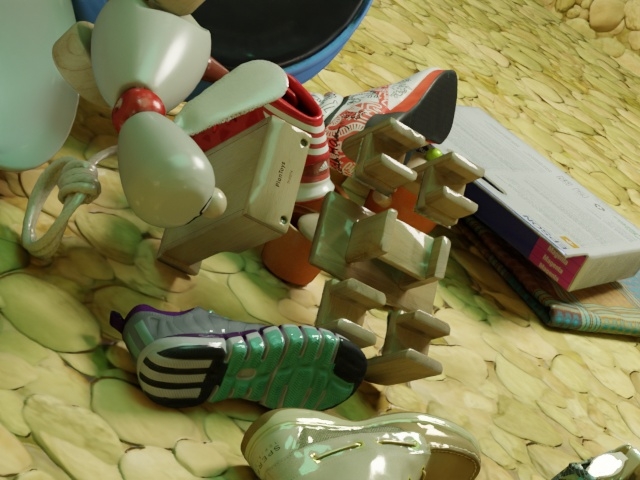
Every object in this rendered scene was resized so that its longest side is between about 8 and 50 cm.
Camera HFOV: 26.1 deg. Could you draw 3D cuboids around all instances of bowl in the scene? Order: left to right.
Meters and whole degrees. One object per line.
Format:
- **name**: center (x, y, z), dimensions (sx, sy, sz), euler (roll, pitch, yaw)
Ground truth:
- **bowl**: center (-0.345, -0.195, 1.226), dimensions (0.134, 0.297, 0.298), euler (-9, 13, 19)
- **bowl**: center (-0.104, -0.337, 1.432), dimensions (0.391, 0.391, 0.077), euler (20, -14, -24)

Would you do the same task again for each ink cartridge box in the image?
- **ink cartridge box**: center (0.229, -0.061, 1.724), dimensions (0.324, 0.071, 0.330), euler (41, 23, 24)

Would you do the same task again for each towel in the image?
- **towel**: center (0.347, 0.035, 1.812), dimensions (0.370, 0.040, 0.271), euler (9, 30, -42)

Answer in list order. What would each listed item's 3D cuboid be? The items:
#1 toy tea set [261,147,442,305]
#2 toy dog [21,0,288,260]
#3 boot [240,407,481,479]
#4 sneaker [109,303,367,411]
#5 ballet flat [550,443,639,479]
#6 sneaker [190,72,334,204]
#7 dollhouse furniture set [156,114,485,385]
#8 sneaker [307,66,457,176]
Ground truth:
- **toy tea set**: center (0.048, -0.043, 1.488), dimensions (0.200, 0.124, 0.336), euler (29, 23, -5)
- **toy dog**: center (-0.127, -0.116, 1.220), dimensions (0.161, 0.220, 0.333), euler (29, 48, -35)
- **boot**: center (0.058, 0.206, 1.050), dimensions (0.213, 0.077, 0.165), euler (9, 30, -31)
- **sneaker**: center (-0.063, 0.085, 1.148), dimensions (0.224, 0.083, 0.098), euler (10, 26, -40)
- **ballet flat**: center (0.277, 0.224, 1.300), dimensions (0.070, 0.070, 0.188), euler (42, 25, 24)
- **sneaker**: center (-0.080, -0.121, 1.406), dimensions (0.221, 0.128, 0.087), euler (13, 26, 27)
- **dollhouse furniture set**: center (0.000, 0.000, 1.277), dimensions (0.242, 0.161, 0.212), euler (27, 63, -27)
- **sneaker**: center (0.052, -0.140, 1.518), dimensions (0.145, 0.090, 0.270), euler (10, 24, 20)
